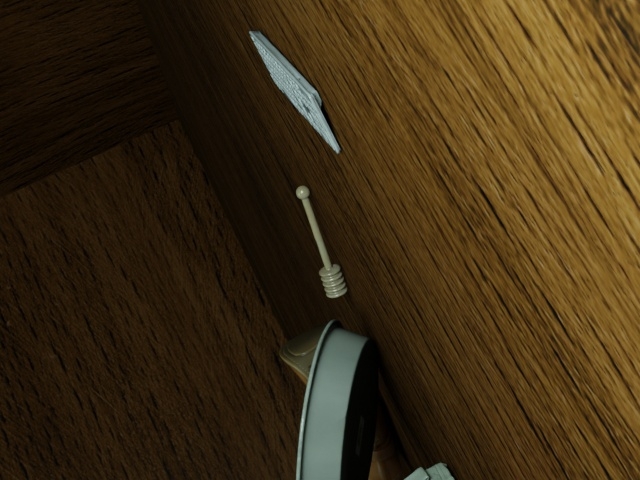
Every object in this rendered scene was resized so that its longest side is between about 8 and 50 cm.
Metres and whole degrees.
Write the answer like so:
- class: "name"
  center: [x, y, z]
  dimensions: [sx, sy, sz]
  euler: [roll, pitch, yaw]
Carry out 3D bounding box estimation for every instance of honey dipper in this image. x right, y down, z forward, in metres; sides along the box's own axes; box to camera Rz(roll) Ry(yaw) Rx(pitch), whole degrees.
- class: "honey dipper"
  center: [0.000, 0.000, 1.835]
  dimensions: [0.030, 0.030, 0.161]
  euler: [-127, 18, -65]

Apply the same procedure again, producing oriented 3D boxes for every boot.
- class: "boot"
  center: [0.042, 0.253, 2.213]
  dimensions: [0.220, 0.109, 0.283]
  euler: [63, 168, -16]

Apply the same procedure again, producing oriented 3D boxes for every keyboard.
- class: "keyboard"
  center: [-0.030, -0.163, 1.496]
  dimensions: [0.256, 0.014, 0.072]
  euler: [-125, 12, -62]

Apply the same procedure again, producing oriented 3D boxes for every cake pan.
- class: "cake pan"
  center: [0.026, 0.250, 1.820]
  dimensions: [0.293, 0.054, 0.293]
  euler: [6, -90, -78]

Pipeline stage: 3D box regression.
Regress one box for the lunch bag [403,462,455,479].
- class: "lunch bag"
  center: [0.089, 0.422, 1.724]
  dimensions: [0.169, 0.235, 0.287]
  euler: [48, 161, 60]
